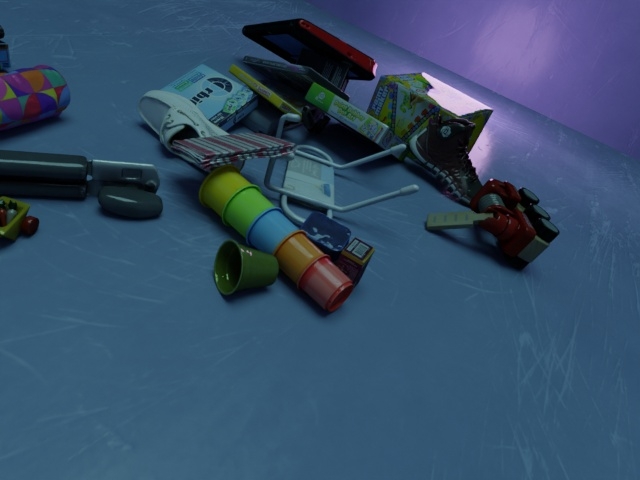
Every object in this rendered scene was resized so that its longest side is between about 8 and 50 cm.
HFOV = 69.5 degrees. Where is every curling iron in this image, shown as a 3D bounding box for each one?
[{"bbox_3d":[-0.022,-0.312,1.172,0.035,0.068,0.274,45,10,3],"label":"curling iron"}]

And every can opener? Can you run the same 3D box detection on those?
[{"bbox_3d":[-0.396,-0.095,0.736,0.280,0.074,0.093,4,39,-25],"label":"can opener"}]

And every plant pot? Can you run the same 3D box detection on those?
[{"bbox_3d":[-0.110,0.044,0.715,0.079,0.083,0.083,8,35,-40],"label":"plant pot"}]

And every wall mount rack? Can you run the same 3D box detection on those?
[{"bbox_3d":[0.039,-0.159,1.020,0.303,0.131,0.350,16,35,-10],"label":"wall mount rack"}]

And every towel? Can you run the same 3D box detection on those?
[{"bbox_3d":[-0.162,-0.172,0.865,0.196,0.029,0.144,-16,30,-35],"label":"towel"}]

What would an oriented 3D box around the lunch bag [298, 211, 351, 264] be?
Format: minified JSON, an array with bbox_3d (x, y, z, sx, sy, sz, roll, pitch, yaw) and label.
[{"bbox_3d":[0.000,0.000,0.840,0.098,0.065,0.067,30,50,10],"label":"lunch bag"}]

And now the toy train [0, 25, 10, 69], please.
[{"bbox_3d":[-0.730,-0.396,0.932,0.080,0.105,0.184,23,32,17],"label":"toy train"}]

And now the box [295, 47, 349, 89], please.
[{"bbox_3d":[0.003,-0.518,1.472,0.158,0.093,0.156,24,5,2],"label":"box"}]

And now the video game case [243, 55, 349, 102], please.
[{"bbox_3d":[-0.071,-0.472,1.351,0.274,0.026,0.196,27,8,37],"label":"video game case"}]

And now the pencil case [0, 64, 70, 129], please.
[{"bbox_3d":[-0.570,-0.247,0.831,0.104,0.105,0.236,26,36,5],"label":"pencil case"}]

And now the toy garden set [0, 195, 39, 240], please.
[{"bbox_3d":[-0.514,-0.011,0.578,0.203,0.049,0.244,18,34,-6],"label":"toy garden set"}]

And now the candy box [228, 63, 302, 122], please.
[{"bbox_3d":[-0.139,-0.378,1.185,0.206,0.027,0.105,41,10,26],"label":"candy box"}]

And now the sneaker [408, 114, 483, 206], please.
[{"bbox_3d":[0.382,-0.223,1.236,0.281,0.162,0.106,44,36,6],"label":"sneaker"}]

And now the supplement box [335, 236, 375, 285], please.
[{"bbox_3d":[0.052,0.045,0.787,0.043,0.083,0.055,30,35,12],"label":"supplement box"}]

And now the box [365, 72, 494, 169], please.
[{"bbox_3d":[0.339,-0.388,1.458,0.279,0.177,0.289,39,38,23],"label":"box"}]

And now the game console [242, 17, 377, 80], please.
[{"bbox_3d":[-0.035,-0.610,1.494,0.341,0.060,0.386,11,11,-38],"label":"game console"}]

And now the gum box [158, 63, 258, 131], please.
[{"bbox_3d":[-0.274,-0.349,1.139,0.184,0.041,0.157,31,56,14],"label":"gum box"}]

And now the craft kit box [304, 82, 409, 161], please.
[{"bbox_3d":[0.111,-0.320,1.269,0.249,0.061,0.246,37,11,22],"label":"craft kit box"}]

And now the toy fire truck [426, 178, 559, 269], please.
[{"bbox_3d":[0.389,-0.059,1.092,0.246,0.159,0.217,26,33,-13],"label":"toy fire truck"}]

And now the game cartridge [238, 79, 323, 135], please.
[{"bbox_3d":[-0.141,-0.382,1.294,0.198,0.062,0.297,35,36,12],"label":"game cartridge"}]

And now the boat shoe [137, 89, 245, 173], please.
[{"bbox_3d":[-0.286,-0.224,0.954,0.277,0.098,0.096,33,35,13],"label":"boat shoe"}]

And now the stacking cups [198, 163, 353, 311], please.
[{"bbox_3d":[-0.075,-0.010,0.780,0.316,0.096,0.096,40,38,24],"label":"stacking cups"}]
